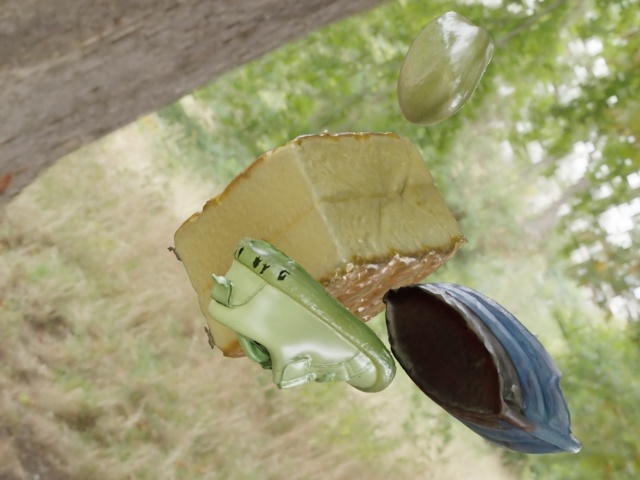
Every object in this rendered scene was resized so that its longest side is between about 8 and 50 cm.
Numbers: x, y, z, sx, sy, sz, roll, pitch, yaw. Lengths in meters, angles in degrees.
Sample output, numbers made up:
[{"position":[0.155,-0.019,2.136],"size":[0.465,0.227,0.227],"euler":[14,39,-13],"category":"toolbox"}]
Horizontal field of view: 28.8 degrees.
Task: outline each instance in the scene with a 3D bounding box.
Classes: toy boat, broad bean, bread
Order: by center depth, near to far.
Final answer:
[{"position":[0.180,0.135,1.374],"size":[0.142,0.129,0.309],"euler":[19,17,-39],"category":"toy boat"},{"position":[0.000,0.000,1.642],"size":[0.279,0.279,0.207],"euler":[-9,66,-46],"category":"bread"},{"position":[0.194,-0.275,1.998],"size":[0.121,0.189,0.263],"euler":[46,25,-10],"category":"broad bean"}]

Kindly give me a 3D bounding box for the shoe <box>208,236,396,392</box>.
[{"position":[-0.028,0.093,1.388],"size":[0.262,0.128,0.140],"euler":[49,3,-41],"category":"shoe"}]
